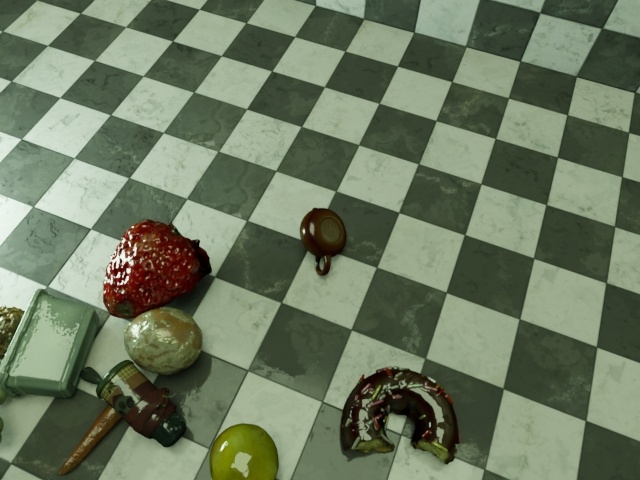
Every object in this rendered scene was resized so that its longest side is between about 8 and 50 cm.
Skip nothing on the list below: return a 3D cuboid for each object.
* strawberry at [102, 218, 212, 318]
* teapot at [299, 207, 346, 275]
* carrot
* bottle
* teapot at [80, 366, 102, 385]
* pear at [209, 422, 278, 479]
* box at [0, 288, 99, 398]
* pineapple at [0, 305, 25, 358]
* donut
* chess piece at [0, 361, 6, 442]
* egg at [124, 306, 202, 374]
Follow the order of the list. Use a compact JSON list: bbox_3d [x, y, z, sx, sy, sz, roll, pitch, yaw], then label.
[{"bbox_3d":[-0.539,0.082,1.719,0.310,0.292,0.292,-28,62,-37],"label":"strawberry"},{"bbox_3d":[0.000,0.000,1.881,0.178,0.135,0.252,7,74,-31],"label":"teapot"},{"bbox_3d":[-0.659,0.575,1.552,0.057,0.057,0.224,30,66,16],"label":"carrot"},{"bbox_3d":[-0.497,0.468,1.550,0.271,0.156,0.143,39,59,8],"label":"bottle"},{"bbox_3d":[-0.673,0.416,1.627,0.110,0.043,0.043,16,56,37],"label":"teapot"},{"bbox_3d":[-0.208,0.596,1.467,0.200,0.200,0.200,0,59,-1],"label":"pear"},{"bbox_3d":[-0.804,0.322,1.640,0.182,0.175,0.312,11,58,-4],"label":"box"},{"bbox_3d":[-1.067,0.272,1.668,0.340,0.169,0.169,6,59,5],"label":"pineapple"},{"bbox_3d":[0.237,0.493,1.571,0.345,0.136,0.259,8,62,2],"label":"donut"},{"bbox_3d":[-0.969,0.460,1.558,0.144,0.144,0.251,-10,45,-7],"label":"chess piece"},{"bbox_3d":[-0.474,0.300,1.637,0.245,0.203,0.203,6,58,16],"label":"egg"}]
